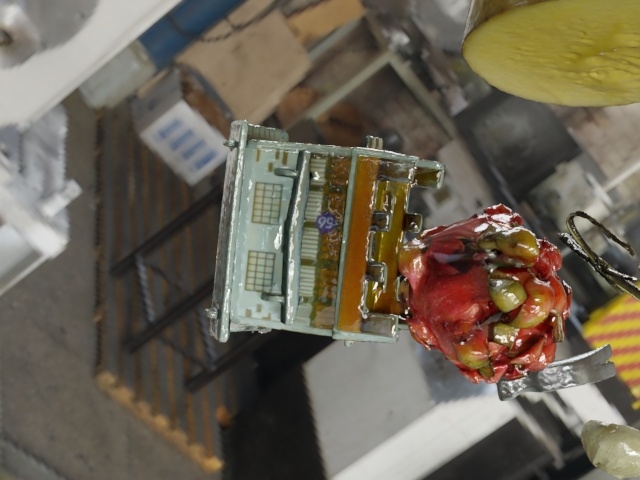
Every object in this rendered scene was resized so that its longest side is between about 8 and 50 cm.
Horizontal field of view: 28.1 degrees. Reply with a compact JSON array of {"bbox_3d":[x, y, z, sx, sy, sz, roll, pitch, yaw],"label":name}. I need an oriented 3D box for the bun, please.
[{"bbox_3d":[0.304,0.216,1.304,0.086,0.054,0.086,16,-7,2],"label":"bun"}]

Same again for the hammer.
[{"bbox_3d":[0.209,0.107,1.183,0.246,0.103,0.029,-29,108,-84],"label":"hammer"}]

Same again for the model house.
[{"bbox_3d":[0.000,0.000,1.298,0.198,0.215,0.224,-5,101,-74],"label":"model house"}]

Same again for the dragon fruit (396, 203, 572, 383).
[{"bbox_3d":[0.131,0.039,0.981,0.150,0.133,0.208,41,-2,-1],"label":"dragon fruit"}]

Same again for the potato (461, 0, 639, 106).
[{"bbox_3d":[0.185,-0.187,0.816,0.203,0.178,0.158,77,18,-81],"label":"potato"}]

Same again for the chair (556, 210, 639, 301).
[{"bbox_3d":[0.345,0.030,0.894,0.326,0.170,0.160,37,4,8],"label":"chair"}]
